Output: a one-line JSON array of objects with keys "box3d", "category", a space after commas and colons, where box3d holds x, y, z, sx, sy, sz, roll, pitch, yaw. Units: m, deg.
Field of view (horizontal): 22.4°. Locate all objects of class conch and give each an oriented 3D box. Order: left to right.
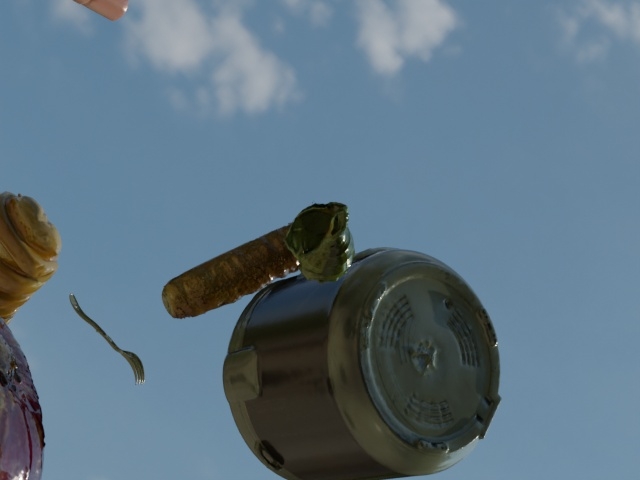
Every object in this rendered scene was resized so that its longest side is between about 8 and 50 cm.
[{"box3d": [0.000, 0.000, 1.967, 0.089, 0.074, 0.121, 18, -50, 3], "category": "conch"}]

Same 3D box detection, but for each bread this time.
[{"box3d": [-0.549, 0.042, 2.685, 0.172, 0.121, 0.311, 54, -48, 9], "category": "bread"}]

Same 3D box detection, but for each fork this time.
[{"box3d": [-0.372, 0.167, 2.835, 0.219, 0.034, 0.028, 47, -65, 24], "category": "fork"}]

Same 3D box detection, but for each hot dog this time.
[{"box3d": [-0.099, 0.040, 2.408, 0.068, 0.289, 0.083, 56, -17, 33], "category": "hot dog"}]

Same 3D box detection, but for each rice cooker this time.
[{"box3d": [0.054, 0.182, 2.284, 0.325, 0.335, 0.335, -17, -66, 49], "category": "rice cooker"}]

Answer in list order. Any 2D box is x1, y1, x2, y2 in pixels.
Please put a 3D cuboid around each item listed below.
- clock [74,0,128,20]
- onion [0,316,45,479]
[{"box3d": [-0.225, -0.429, 2.043, 0.241, 0.227, 0.142, -34, -34, 26], "category": "clock"}, {"box3d": [-0.386, 0.157, 1.434, 0.256, 0.272, 0.230, 28, -12, 39], "category": "onion"}]
